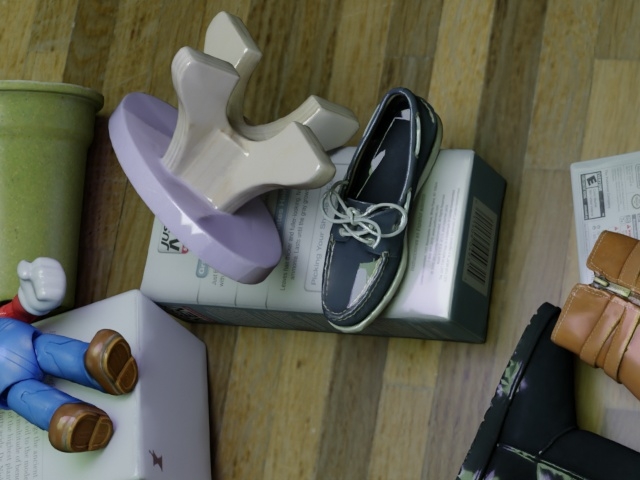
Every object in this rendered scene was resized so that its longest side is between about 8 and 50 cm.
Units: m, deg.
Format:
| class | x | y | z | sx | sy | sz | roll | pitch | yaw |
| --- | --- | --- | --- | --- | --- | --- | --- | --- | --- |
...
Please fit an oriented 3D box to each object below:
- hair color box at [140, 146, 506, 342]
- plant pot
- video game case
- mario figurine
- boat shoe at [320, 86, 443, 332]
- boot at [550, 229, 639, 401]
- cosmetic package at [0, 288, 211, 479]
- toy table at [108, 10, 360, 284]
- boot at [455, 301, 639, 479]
| class | x | y | z | sx | sy | sz | roll | pitch | yaw |
| --- | --- | --- | --- | --- | --- | --- | --- | --- | --- |
| hair color box | 0.000 | 0.000 | 1.928 | 0.374 | 0.113 | 0.185 | 3 | 76 | 26 |
| plant pot | -0.384 | -0.038 | 2.062 | 0.276 | 0.276 | 0.254 | -6 | 85 | 24 |
| video game case | 0.353 | 0.001 | 1.808 | 0.183 | 0.023 | 0.201 | -10 | 70 | 23 |
| mario figurine | -0.364 | 0.118 | 1.841 | 0.320 | 0.198 | 0.170 | 13 | 125 | 27 |
| boat shoe | 0.055 | -0.032 | 1.800 | 0.095 | 0.079 | 0.254 | 21 | 83 | 29 |
| boot | 0.320 | 0.130 | 1.696 | 0.220 | 0.109 | 0.283 | 21 | 78 | 21 |
| cosmetic package | -0.356 | 0.243 | 1.981 | 0.453 | 0.161 | 0.230 | -18 | 56 | 21 |
| toy table | -0.093 | -0.104 | 1.815 | 0.161 | 0.252 | 0.274 | -49 | 61 | 21 |
| boot | 0.266 | 0.202 | 1.757 | 0.207 | 0.094 | 0.246 | 22 | 62 | 12 |
